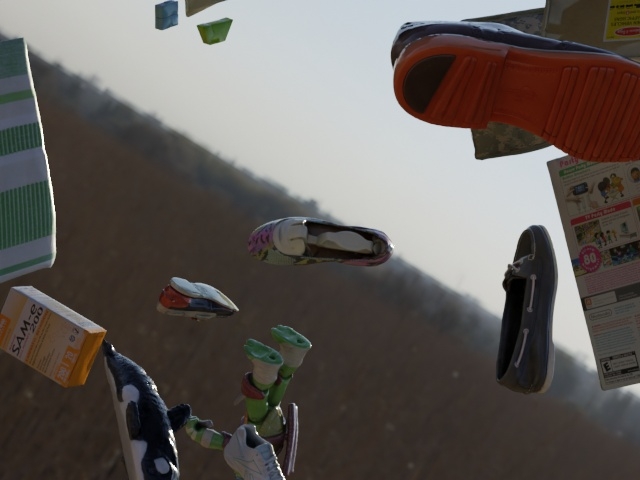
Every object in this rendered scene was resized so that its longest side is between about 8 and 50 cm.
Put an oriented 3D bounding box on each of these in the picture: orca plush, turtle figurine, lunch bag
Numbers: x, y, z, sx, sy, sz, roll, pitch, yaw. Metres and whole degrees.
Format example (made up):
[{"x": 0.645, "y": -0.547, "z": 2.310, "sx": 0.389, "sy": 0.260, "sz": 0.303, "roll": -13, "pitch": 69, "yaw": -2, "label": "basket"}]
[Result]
[{"x": -0.239, "y": 0.259, "z": 2.033, "sx": 0.102, "sy": 0.151, "sz": 0.287, "roll": -7, "pitch": 31, "yaw": -17, "label": "orca plush"}, {"x": -0.140, "y": 0.260, "z": 2.370, "sx": 0.197, "sy": 0.266, "sz": 0.275, "roll": 5, "pitch": 30, "yaw": -31, "label": "turtle figurine"}, {"x": 0.394, "y": -0.286, "z": 2.480, "sx": 0.287, "sy": 0.169, "sz": 0.235, "roll": -9, "pitch": -33, "yaw": 5, "label": "lunch bag"}]

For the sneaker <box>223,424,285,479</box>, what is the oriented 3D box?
[{"x": -0.081, "y": 0.318, "z": 1.950, "sx": 0.053, "sy": 0.061, "sz": 0.152, "roll": -9, "pitch": 45, "yaw": -42, "label": "sneaker"}]

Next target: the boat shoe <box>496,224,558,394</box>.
[{"x": 0.377, "y": 0.119, "z": 2.624, "sx": 0.095, "sy": 0.335, "sz": 0.112, "roll": 9, "pitch": -23, "yaw": -16, "label": "boat shoe"}]

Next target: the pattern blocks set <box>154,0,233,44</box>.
[{"x": -0.191, "y": -0.500, "z": 2.580, "sx": 0.026, "sy": 0.285, "sz": 0.325, "roll": 20, "pitch": 21, "yaw": 30, "label": "pattern blocks set"}]

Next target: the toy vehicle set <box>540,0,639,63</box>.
[{"x": 0.421, "y": -0.307, "z": 1.873, "sx": 0.266, "sy": 0.166, "sz": 0.035, "roll": 3, "pitch": -12, "yaw": 37, "label": "toy vehicle set"}]

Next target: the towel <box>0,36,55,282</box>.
[{"x": -0.471, "y": -0.096, "z": 1.911, "sx": 0.038, "sy": 0.325, "sz": 0.248, "roll": 1, "pitch": 14, "yaw": 40, "label": "towel"}]

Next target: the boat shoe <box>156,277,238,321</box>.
[{"x": -0.155, "y": 0.081, "z": 1.782, "sx": 0.049, "sy": 0.043, "sz": 0.137, "roll": 38, "pitch": 10, "yaw": 31, "label": "boat shoe"}]

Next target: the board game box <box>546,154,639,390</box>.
[{"x": 0.423, "y": 0.015, "z": 1.746, "sx": 0.097, "sy": 0.303, "sz": 0.224, "roll": -5, "pitch": -10, "yaw": -45, "label": "board game box"}]

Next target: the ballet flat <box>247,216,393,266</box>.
[{"x": 0.000, "y": 0.000, "z": 2.115, "sx": 0.221, "sy": 0.077, "sz": 0.079, "roll": 4, "pitch": -12, "yaw": 2, "label": "ballet flat"}]

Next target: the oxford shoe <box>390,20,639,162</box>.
[{"x": 0.255, "y": -0.185, "z": 1.577, "sx": 0.363, "sy": 0.130, "sz": 0.133, "roll": 12, "pitch": 34, "yaw": -12, "label": "oxford shoe"}]

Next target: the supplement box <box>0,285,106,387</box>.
[{"x": -0.266, "y": 0.093, "z": 1.377, "sx": 0.098, "sy": 0.062, "sz": 0.036, "roll": 27, "pitch": 10, "yaw": 20, "label": "supplement box"}]
